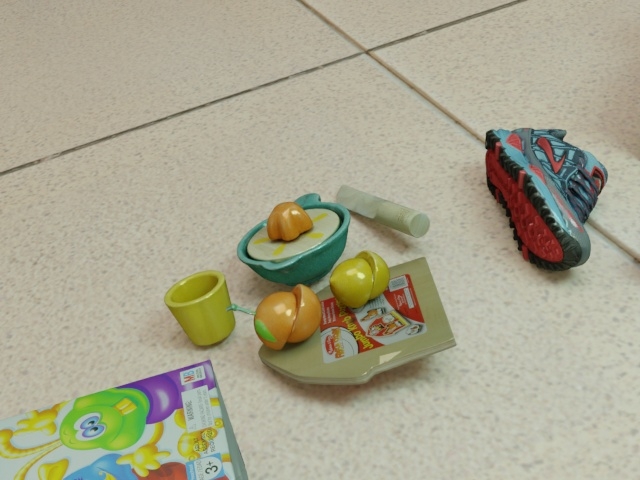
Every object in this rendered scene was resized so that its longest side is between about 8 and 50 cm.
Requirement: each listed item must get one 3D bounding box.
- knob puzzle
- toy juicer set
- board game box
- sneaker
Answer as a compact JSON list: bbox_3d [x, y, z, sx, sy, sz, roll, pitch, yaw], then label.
[{"bbox_3d":[0.032,0.096,0.937,0.213,0.030,0.213,-16,26,8],"label":"knob puzzle"},{"bbox_3d":[0.000,0.000,1.010,0.209,0.089,0.329,4,34,42],"label":"toy juicer set"},{"bbox_3d":[-0.195,0.225,0.725,0.276,0.142,0.144,-16,34,-6],"label":"board game box"},{"bbox_3d":[0.270,-0.065,1.034,0.125,0.104,0.261,-10,34,0],"label":"sneaker"}]
